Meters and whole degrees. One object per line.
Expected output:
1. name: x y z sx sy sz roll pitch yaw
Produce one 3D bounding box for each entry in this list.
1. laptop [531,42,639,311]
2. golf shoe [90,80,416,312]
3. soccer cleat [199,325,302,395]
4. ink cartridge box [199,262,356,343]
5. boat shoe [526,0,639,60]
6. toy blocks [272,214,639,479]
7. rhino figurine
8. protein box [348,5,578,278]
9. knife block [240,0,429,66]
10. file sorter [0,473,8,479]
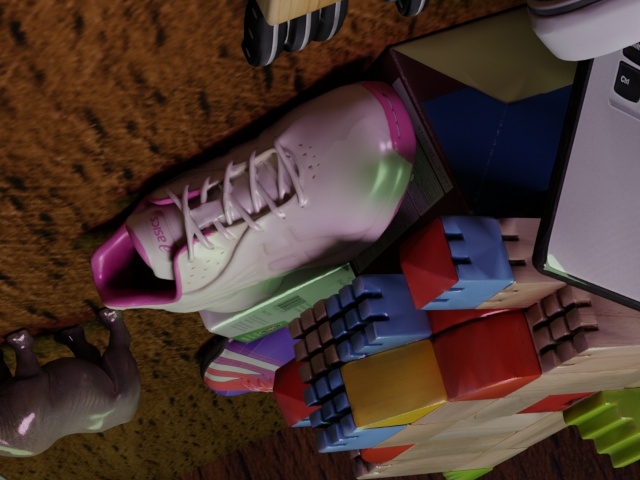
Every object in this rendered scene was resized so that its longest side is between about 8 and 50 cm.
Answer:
1. laptop: 0.376 -0.121 1.114 0.382 0.408 0.236 20 173 -42
2. golf shoe: -0.053 -0.017 1.307 0.140 0.115 0.306 -11 162 -42
3. soccer cleat: -0.037 0.133 2.042 0.108 0.116 0.318 -16 166 -38
4. ink cartridge box: 0.000 0.000 1.544 0.219 0.093 0.160 -26 170 5
5. boat shoe: 0.224 -0.228 0.919 0.335 0.119 0.121 -37 -156 22
6. toy blocks: 0.101 0.085 1.316 0.261 0.191 0.381 0 156 -35
7. rhino figurine: -0.260 0.138 1.595 0.243 0.106 0.073 -16 166 -41
8. protein box: 0.124 -0.070 1.364 0.199 0.136 0.201 -19 168 -26
9. knife block: -0.010 -0.154 0.786 0.242 0.088 0.275 -33 167 34
10. file sorter: -0.377 0.335 1.838 0.173 0.278 0.193 -25 170 -8
